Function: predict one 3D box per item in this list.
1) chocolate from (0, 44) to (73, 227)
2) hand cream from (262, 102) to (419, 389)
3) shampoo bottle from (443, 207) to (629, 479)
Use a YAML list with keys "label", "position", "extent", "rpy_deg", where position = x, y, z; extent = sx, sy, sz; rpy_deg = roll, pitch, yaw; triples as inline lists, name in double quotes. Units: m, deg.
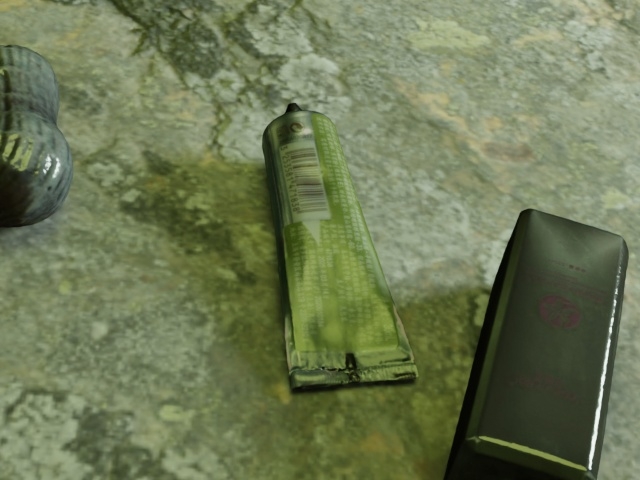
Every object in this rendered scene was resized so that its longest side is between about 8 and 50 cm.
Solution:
- label: "chocolate"
  position: [-0.214, -0.075, 0.860]
  extent: [0.072, 0.072, 0.167]
  rpy_deg: [-4, 45, -15]
- label: "hand cream"
  position: [0.000, 0.000, 0.850]
  extent: [0.086, 0.055, 0.235]
  rpy_deg: [-5, 55, -12]
- label: "shampoo bottle"
  position: [0.135, 0.090, 0.759]
  extent: [0.080, 0.079, 0.246]
  rpy_deg: [16, 45, 6]
